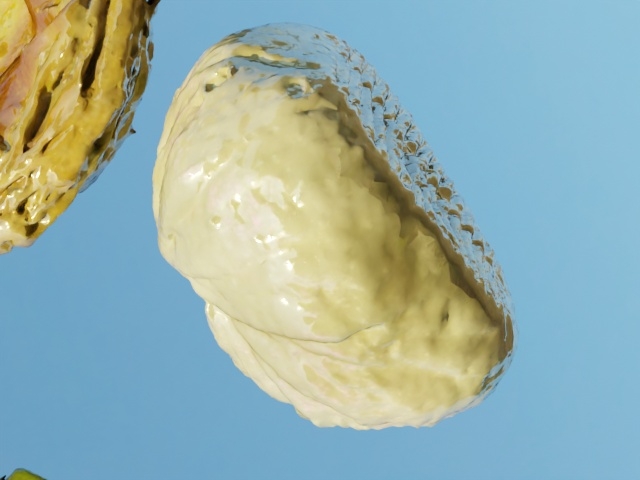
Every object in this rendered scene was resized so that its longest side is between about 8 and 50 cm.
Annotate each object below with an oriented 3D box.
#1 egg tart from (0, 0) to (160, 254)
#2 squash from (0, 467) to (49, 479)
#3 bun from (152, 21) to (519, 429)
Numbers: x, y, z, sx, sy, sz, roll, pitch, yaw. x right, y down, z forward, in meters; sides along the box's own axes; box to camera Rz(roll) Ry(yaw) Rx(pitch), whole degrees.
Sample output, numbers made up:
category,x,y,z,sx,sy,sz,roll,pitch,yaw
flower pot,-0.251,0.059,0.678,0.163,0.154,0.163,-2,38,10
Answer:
category,x,y,z,sx,sy,sz,roll,pitch,yaw
egg tart,-0.089,-0.050,0.458,0.052,0.130,0.130,29,-123,-48
squash,-0.156,0.317,1.191,0.289,0.203,0.111,35,-127,10
bun,0.000,0.000,0.415,0.115,0.069,0.115,53,-165,-20
